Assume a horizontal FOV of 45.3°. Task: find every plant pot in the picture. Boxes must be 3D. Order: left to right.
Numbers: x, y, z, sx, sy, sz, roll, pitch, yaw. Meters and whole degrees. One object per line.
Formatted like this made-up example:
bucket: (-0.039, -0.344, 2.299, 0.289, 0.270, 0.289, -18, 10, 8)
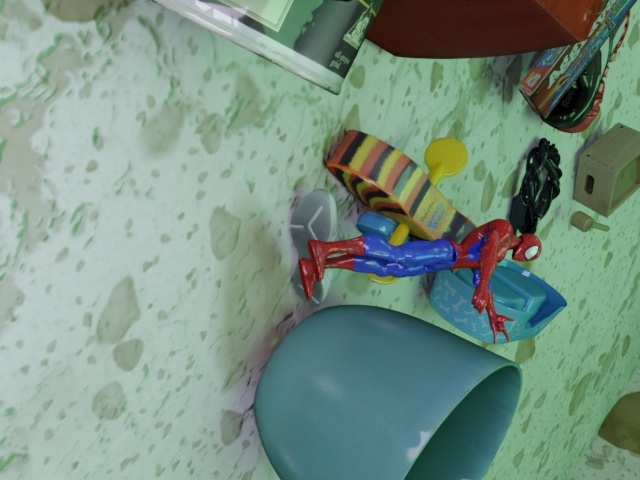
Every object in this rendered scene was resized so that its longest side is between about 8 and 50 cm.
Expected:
plant pot: (0.062, 0.214, 0.926, 0.293, 0.235, 0.293, -36, 142, -34)
plant pot: (0.141, -0.314, 0.706, 0.267, 0.235, 0.267, 12, 100, -51)

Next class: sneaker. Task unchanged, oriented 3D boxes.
sneaker: (0.000, 0.000, 0.894, 0.061, 0.053, 0.152, -42, 146, -43)
sneaker: (0.409, -0.299, 1.209, 0.135, 0.097, 0.276, -18, 126, -50)

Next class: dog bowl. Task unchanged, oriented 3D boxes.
dog bowl: (0.281, 0.093, 1.234, 0.297, 0.166, 0.074, 2, 120, -54)

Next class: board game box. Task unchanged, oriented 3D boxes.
board game box: (0.388, -0.308, 1.085, 0.281, 0.027, 0.145, -54, 156, 12)

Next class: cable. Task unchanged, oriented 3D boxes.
cable: (0.392, -0.096, 1.357, 0.150, 0.047, 0.184, -28, 130, -42)

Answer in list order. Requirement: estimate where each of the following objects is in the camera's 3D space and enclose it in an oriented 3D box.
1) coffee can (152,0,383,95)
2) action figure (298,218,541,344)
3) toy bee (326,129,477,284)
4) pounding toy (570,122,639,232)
coffee can: (-0.014, -0.272, 0.540, 0.201, 0.201, 0.275, 12, 108, -55)
action figure: (0.129, 0.052, 0.844, 0.280, 0.139, 0.091, -9, 161, -16)
toy bee: (0.139, -0.033, 0.957, 0.298, 0.162, 0.195, 10, 101, -55)
pounding toy: (0.554, -0.103, 1.539, 0.206, 0.094, 0.181, -37, 143, -21)
